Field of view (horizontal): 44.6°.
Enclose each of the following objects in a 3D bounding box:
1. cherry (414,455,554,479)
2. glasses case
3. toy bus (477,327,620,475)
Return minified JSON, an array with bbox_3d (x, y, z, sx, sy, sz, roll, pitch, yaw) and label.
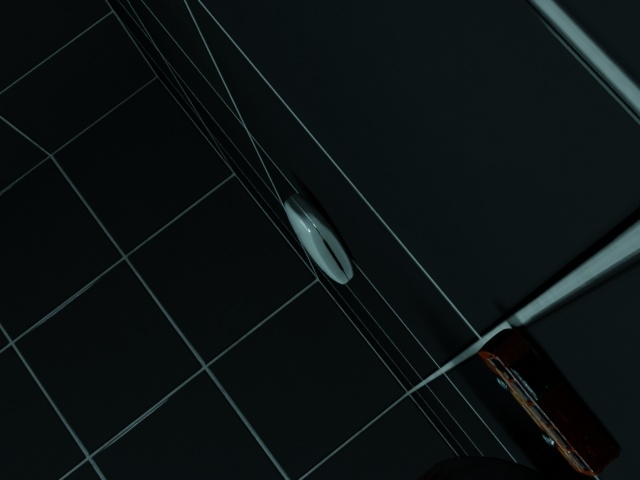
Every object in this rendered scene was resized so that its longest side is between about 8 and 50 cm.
[{"bbox_3d":[0.184,0.393,0.832,0.335,0.291,0.326,51,172,-27],"label":"cherry"},{"bbox_3d":[0.000,0.000,1.161,0.076,0.049,0.197,49,175,36],"label":"glasses case"},{"bbox_3d":[0.156,0.110,0.537,0.110,0.031,0.043,50,173,5],"label":"toy bus"}]
